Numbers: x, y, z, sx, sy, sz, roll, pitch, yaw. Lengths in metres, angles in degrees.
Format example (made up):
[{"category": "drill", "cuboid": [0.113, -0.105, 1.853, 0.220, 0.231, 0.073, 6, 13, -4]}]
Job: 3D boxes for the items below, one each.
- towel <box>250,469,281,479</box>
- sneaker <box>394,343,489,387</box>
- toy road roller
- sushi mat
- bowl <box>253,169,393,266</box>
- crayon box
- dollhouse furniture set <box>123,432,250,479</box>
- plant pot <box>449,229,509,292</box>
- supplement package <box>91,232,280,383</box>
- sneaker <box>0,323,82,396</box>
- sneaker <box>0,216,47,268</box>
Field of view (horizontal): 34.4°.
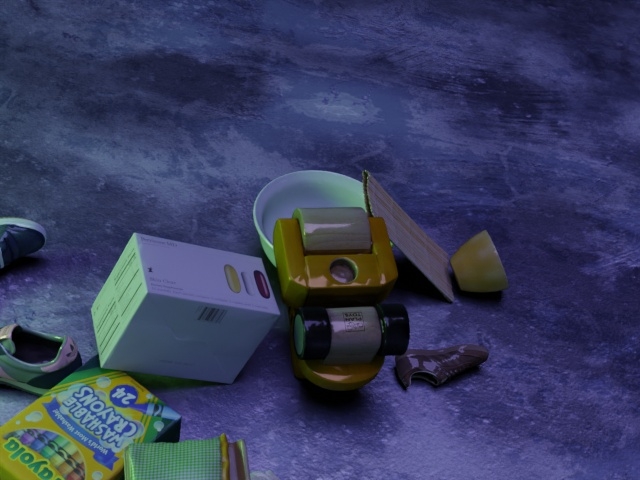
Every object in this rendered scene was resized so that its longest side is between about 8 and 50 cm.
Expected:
[{"category": "towel", "cuboid": [-0.122, 0.499, 1.657, 0.187, 0.049, 0.282, 35, 48, 22]}, {"category": "sneaker", "cuboid": [0.238, 0.248, 2.000, 0.188, 0.066, 0.071, -4, 62, -9]}, {"category": "toy road roller", "cuboid": [0.020, 0.120, 1.918, 0.202, 0.241, 0.330, -1, 59, -15]}, {"category": "sushi mat", "cuboid": [0.182, -0.007, 2.114, 0.019, 0.316, 0.151, -28, 42, 23]}, {"category": "bowl", "cuboid": [0.000, 0.000, 2.136, 0.297, 0.134, 0.298, 7, 43, -7]}, {"category": "crayon box", "cuboid": [-0.414, 0.352, 1.717, 0.203, 0.083, 0.323, 33, 47, 20]}, {"category": "dollhouse furniture set", "cuboid": [-0.189, 0.408, 1.570, 0.197, 0.151, 0.302, 1, 51, -16]}, {"category": "plant pot", "cuboid": [0.327, 0.057, 2.173, 0.095, 0.134, 0.134, -22, 48, 3]}, {"category": "supplement package", "cuboid": [-0.243, 0.126, 1.844, 0.261, 0.204, 0.145, 12, 38, -33]}, {"category": "sneaker", "cuboid": [-0.577, 0.186, 1.814, 0.318, 0.131, 0.112, 7, 45, -5]}, {"category": "sneaker", "cuboid": [-0.660, 0.047, 1.960, 0.282, 0.099, 0.153, -9, 42, -12]}]
